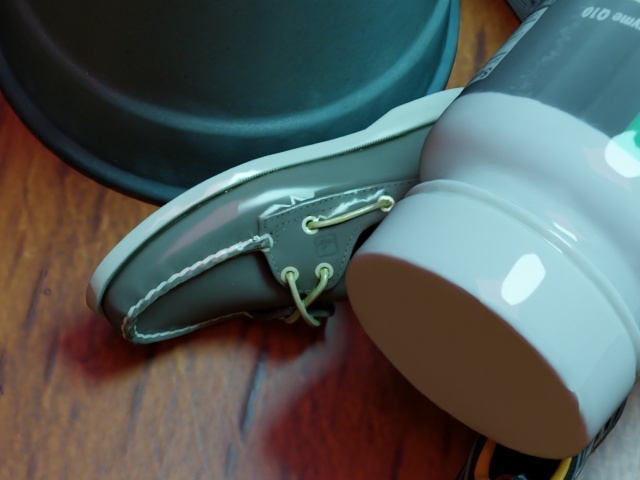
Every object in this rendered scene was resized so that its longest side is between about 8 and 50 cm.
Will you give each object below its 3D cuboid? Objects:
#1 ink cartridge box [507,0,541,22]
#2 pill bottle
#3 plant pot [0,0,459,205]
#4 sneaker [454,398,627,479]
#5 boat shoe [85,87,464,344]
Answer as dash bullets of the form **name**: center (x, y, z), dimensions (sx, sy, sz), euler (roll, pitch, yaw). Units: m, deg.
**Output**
- **ink cartridge box**: center (0.203, -0.337, 1.403), dimensions (0.272, 0.130, 0.309), euler (-25, 71, -17)
- **pill bottle**: center (0.190, -0.057, 1.155), dimensions (0.204, 0.204, 0.361), euler (37, 68, 10)
- **plant pot**: center (-0.048, -0.242, 1.213), dimensions (0.341, 0.334, 0.341), euler (3, 64, -7)
- **sneaker**: center (0.146, 0.108, 1.212), dimensions (0.084, 0.083, 0.215), euler (25, 63, 6)
- **boat shoe**: center (0.001, -0.002, 1.230), dimensions (0.305, 0.109, 0.091), euler (-24, 65, -21)
